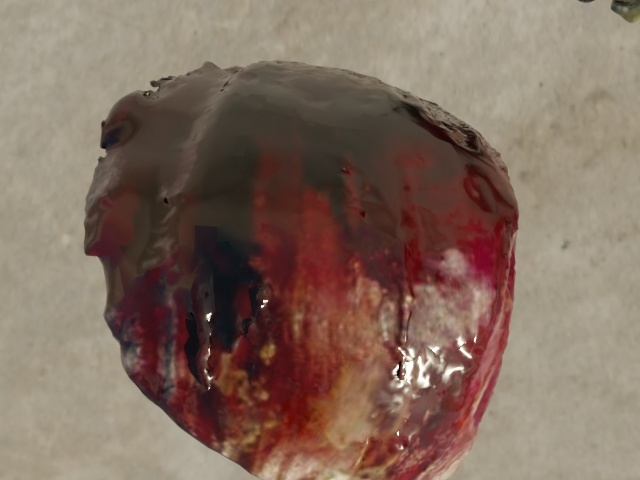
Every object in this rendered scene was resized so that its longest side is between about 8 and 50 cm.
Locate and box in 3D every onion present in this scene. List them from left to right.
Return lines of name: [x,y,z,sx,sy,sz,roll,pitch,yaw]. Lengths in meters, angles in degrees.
onion: [0.000,0.000,0.865,0.280,0.314,0.146,15,155,-20]

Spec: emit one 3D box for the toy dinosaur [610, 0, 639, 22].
toy dinosaur: [0.212,-0.297,1.107,0.294,0.077,0.162,42,130,1]

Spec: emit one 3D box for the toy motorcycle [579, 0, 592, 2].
toy motorcycle: [0.246,-0.339,1.338,0.102,0.150,0.221,-20,89,48]
